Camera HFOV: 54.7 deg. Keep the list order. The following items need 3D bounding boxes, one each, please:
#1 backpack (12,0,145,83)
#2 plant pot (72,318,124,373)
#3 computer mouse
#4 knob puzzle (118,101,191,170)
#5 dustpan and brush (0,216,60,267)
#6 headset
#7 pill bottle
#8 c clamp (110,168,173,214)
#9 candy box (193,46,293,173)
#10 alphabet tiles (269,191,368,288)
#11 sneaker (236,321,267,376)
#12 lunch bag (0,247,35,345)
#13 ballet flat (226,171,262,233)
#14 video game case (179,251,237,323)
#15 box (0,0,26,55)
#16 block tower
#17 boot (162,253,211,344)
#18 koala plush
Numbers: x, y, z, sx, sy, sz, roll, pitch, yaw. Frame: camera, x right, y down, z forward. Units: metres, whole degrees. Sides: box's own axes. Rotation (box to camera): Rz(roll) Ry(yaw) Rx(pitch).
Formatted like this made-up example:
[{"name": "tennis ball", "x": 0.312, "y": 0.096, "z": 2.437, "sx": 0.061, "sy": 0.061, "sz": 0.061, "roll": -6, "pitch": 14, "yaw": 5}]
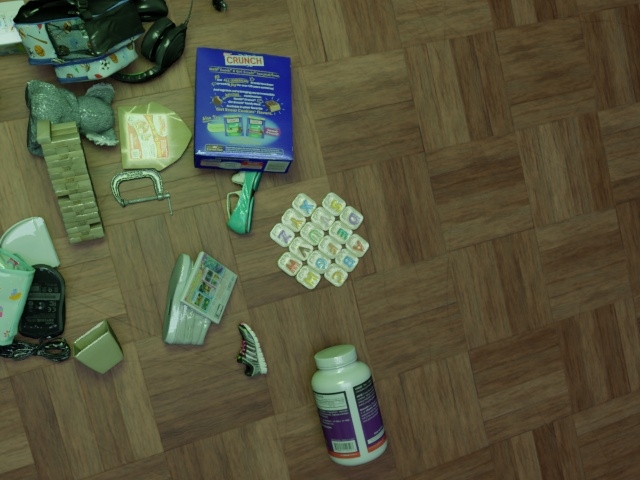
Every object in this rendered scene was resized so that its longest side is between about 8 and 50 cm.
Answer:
[{"name": "backpack", "x": -0.597, "y": -0.510, "z": 1.530, "sx": 0.264, "sy": 0.276, "sz": 0.213, "roll": 6, "pitch": 119, "yaw": 14}, {"name": "plant pot", "x": -0.597, "y": 0.297, "z": 1.685, "sx": 0.109, "sy": 0.109, "sz": 0.096, "roll": -38, "pitch": 114, "yaw": -11}, {"name": "computer mouse", "x": -0.755, "y": 0.186, "z": 1.657, "sx": 0.189, "sy": 0.072, "sz": 0.272, "roll": 7, "pitch": 102, "yaw": -17}, {"name": "knob puzzle", "x": -0.461, "y": -0.291, "z": 1.738, "sx": 0.213, "sy": 0.030, "sz": 0.213, "roll": 0, "pitch": 91, "yaw": -15}, {"name": "dustpan and brush", "x": -0.823, "y": 0.031, "z": 1.642, "sx": 0.211, "sy": 0.060, "sz": 0.147, "roll": -20, "pitch": 108, "yaw": -20}, {"name": "headset", "x": -0.448, "y": -0.591, "z": 1.702, "sx": 0.394, "sy": 0.185, "sz": 0.243, "roll": -28, "pitch": 96, "yaw": 2}, {"name": "pill bottle", "x": 0.079, "y": 0.482, "z": 1.831, "sx": 0.182, "sy": 0.181, "sz": 0.322, "roll": -15, "pitch": 95, "yaw": -14}, {"name": "c clamp", "x": -0.502, "y": -0.133, "z": 1.736, "sx": 0.161, "sy": 0.022, "sz": 0.137, "roll": -6, "pitch": 93, "yaw": -16}, {"name": "candy box", "x": -0.215, "y": -0.359, "z": 1.721, "sx": 0.268, "sy": 0.122, "sz": 0.317, "roll": 2, "pitch": 76, "yaw": -14}, {"name": "alphabet tiles", "x": 0.000, "y": 0.000, "z": 1.878, "sx": 0.278, "sy": 0.021, "sz": 0.284, "roll": 38, "pitch": 82, "yaw": -13}, {"name": "sneaker", "x": -0.214, "y": 0.324, "z": 1.806, "sx": 0.075, "sy": 0.063, "sz": 0.170, "roll": -23, "pitch": 102, "yaw": -20}, {"name": "lunch bag", "x": -0.861, "y": 0.122, "z": 1.545, "sx": 0.262, "sy": 0.160, "sz": 0.223, "roll": 22, "pitch": 98, "yaw": -4}, {"name": "ballet flat", "x": -0.221, "y": -0.144, "z": 1.785, "sx": 0.087, "sy": 0.083, "sz": 0.247, "roll": 13, "pitch": 86, "yaw": -1}, {"name": "video game case", "x": -0.313, "y": 0.133, "z": 1.741, "sx": 0.143, "sy": 0.019, "sz": 0.157, "roll": 40, "pitch": 57, "yaw": -37}, {"name": "box", "x": -0.842, "y": -0.534, "z": 1.582, "sx": 0.203, "sy": 0.114, "sz": 0.103, "roll": -13, "pitch": 96, "yaw": -14}, {"name": "block tower", "x": -0.628, "y": -0.142, "z": 1.574, "sx": 0.097, "sy": 0.091, "sz": 0.335, "roll": -14, "pitch": 132, "yaw": -15}, {"name": "boot", "x": -0.366, "y": 0.171, "z": 1.758, "sx": 0.123, "sy": 0.095, "sz": 0.258, "roll": 10, "pitch": 92, "yaw": -28}, {"name": "koala plush", "x": -0.642, "y": -0.325, "z": 1.617, "sx": 0.221, "sy": 0.203, "sz": 0.196, "roll": -2, "pitch": 88, "yaw": -29}]
